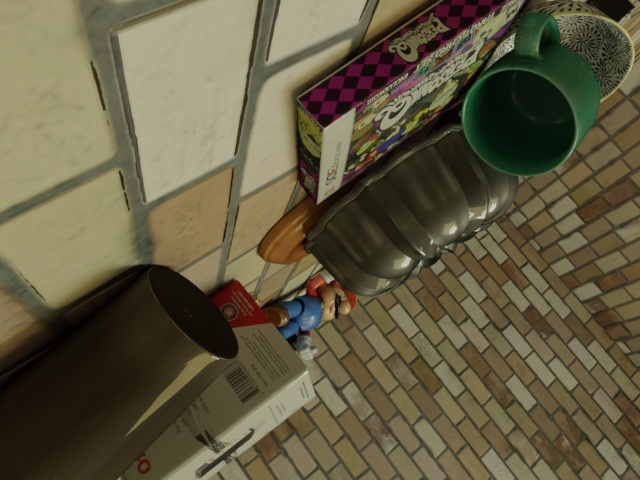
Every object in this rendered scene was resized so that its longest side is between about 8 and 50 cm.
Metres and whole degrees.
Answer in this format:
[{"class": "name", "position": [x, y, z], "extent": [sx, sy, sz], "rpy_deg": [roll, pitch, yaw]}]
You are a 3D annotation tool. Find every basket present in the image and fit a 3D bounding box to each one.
[{"class": "basket", "position": [-0.209, 0.147, 0.541], "extent": [0.227, 0.154, 0.204], "rpy_deg": [-42, 171, 4]}]

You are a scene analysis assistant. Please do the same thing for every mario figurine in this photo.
[{"class": "mario figurine", "position": [-0.004, 0.182, 1.350], "extent": [0.320, 0.170, 0.198], "rpy_deg": [-24, 161, -49]}]

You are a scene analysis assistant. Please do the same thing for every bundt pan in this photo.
[{"class": "bundt pan", "position": [0.143, -0.028, 0.759], "extent": [0.331, 0.124, 0.331], "rpy_deg": [-31, 167, -8]}]

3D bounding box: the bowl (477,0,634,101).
[{"class": "bowl", "position": [0.279, -0.231, 0.637], "extent": [0.170, 0.170, 0.080], "rpy_deg": [124, -24, -60]}]

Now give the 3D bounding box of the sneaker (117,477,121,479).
[{"class": "sneaker", "position": [-0.336, 0.337, 0.833], "extent": [0.115, 0.105, 0.281], "rpy_deg": [-33, 153, 22]}]

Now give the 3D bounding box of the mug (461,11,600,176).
[{"class": "mug", "position": [0.241, -0.157, 0.571], "extent": [0.097, 0.129, 0.158], "rpy_deg": [-43, 171, -32]}]

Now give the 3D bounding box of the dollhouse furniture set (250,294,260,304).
[{"class": "dollhouse furniture set", "position": [-0.163, 0.130, 0.952], "extent": [0.081, 0.091, 0.114], "rpy_deg": [-20, 144, 8]}]

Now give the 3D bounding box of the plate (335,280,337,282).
[{"class": "plate", "position": [0.197, 0.001, 1.289], "extent": [0.278, 0.045, 0.277], "rpy_deg": [-29, 167, -41]}]

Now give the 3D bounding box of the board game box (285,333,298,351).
[{"class": "board game box", "position": [-0.155, 0.278, 1.369], "extent": [0.186, 0.126, 0.026], "rpy_deg": [-34, 177, -19]}]

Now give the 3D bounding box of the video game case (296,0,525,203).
[{"class": "video game case", "position": [0.079, -0.143, 0.524], "extent": [0.232, 0.042, 0.210], "rpy_deg": [-36, 171, -9]}]

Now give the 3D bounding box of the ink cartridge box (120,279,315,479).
[{"class": "ink cartridge box", "position": [-0.175, 0.221, 0.772], "extent": [0.273, 0.197, 0.114], "rpy_deg": [-34, 147, -17]}]

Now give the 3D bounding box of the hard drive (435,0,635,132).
[{"class": "hard drive", "position": [0.347, -0.254, 0.909], "extent": [0.339, 0.064, 0.237], "rpy_deg": [-39, 170, 3]}]

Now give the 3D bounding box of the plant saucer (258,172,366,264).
[{"class": "plant saucer", "position": [-0.003, -0.025, 0.788], "extent": [0.200, 0.037, 0.200], "rpy_deg": [-37, 171, -7]}]
